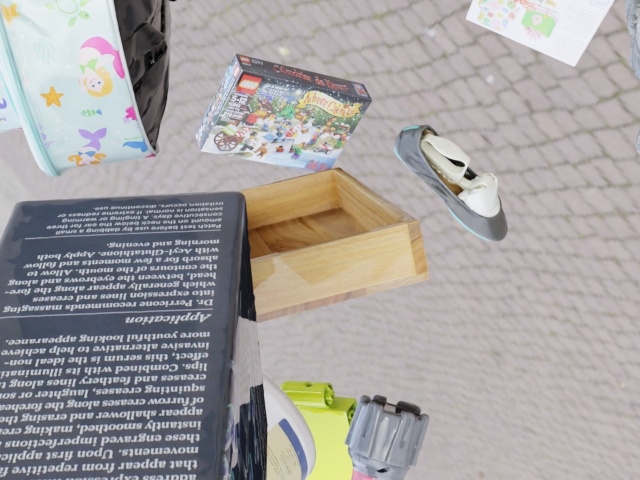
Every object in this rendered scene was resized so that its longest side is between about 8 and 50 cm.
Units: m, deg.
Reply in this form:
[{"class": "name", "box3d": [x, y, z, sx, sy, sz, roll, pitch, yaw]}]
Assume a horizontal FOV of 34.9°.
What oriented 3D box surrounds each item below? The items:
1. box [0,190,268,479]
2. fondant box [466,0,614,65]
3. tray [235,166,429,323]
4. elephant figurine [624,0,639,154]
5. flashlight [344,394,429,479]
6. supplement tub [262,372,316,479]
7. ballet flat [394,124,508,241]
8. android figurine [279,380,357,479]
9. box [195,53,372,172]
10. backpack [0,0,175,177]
[{"class": "box", "box3d": [-0.157, 0.186, 0.815, 0.395, 0.211, 0.294, -92, -1, -55]}, {"class": "fondant box", "box3d": [0.436, -0.499, 1.891, 0.238, 0.096, 0.330, 25, 150, 4]}, {"class": "tray", "box3d": [-0.024, -0.006, 1.258, 0.411, 0.202, 0.076, -133, 30, -75]}, {"class": "elephant figurine", "box3d": [0.421, -0.246, 1.172, 0.169, 0.239, 0.186, 24, -143, -60]}, {"class": "flashlight", "box3d": [0.032, 0.323, 1.110, 0.103, 0.304, 0.103, 16, -178, -13]}, {"class": "supplement tub", "box3d": [-0.185, 0.354, 1.507, 0.228, 0.316, 0.228, 31, 141, 29]}, {"class": "ballet flat", "box3d": [0.252, -0.104, 1.834, 0.280, 0.095, 0.096, 40, 146, -11]}, {"class": "android figurine", "box3d": [-0.009, 0.345, 1.740, 0.272, 0.056, 0.248, 1, 117, 27]}, {"class": "box", "box3d": [-0.057, -0.191, 1.578, 0.159, 0.233, 0.044, -57, 39, 35]}, {"class": "backpack", "box3d": [-0.210, -0.180, 0.837, 0.253, 0.191, 0.225, -109, 9, -48]}]
